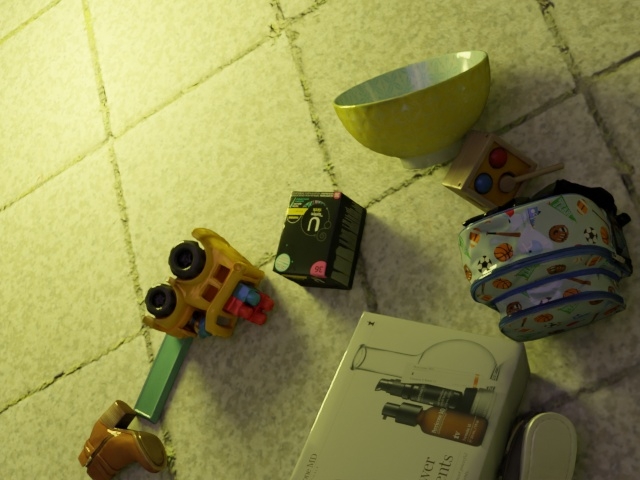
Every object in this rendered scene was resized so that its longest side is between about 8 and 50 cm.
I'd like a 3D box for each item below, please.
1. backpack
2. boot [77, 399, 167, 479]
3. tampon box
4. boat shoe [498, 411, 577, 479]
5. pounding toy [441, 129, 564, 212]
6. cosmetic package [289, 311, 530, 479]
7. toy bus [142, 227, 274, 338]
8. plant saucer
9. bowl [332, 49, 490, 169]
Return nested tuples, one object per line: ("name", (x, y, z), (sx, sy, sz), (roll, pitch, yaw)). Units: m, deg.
("backpack", (0.339, 0.035, 1.651), (0.276, 0.263, 0.213), (-26, 59, 21))
("boot", (-0.392, 0.430, 2.100), (0.152, 0.073, 0.197), (-54, 49, 9))
("tampon box", (0.000, 0.000, 1.988), (0.120, 0.101, 0.161), (2, 73, 34))
("boat shoe", (0.316, 0.411, 1.625), (0.109, 0.091, 0.305), (15, 83, -6))
("pounding toy", (0.312, -0.112, 1.820), (0.130, 0.141, 0.100), (-61, 24, -1))
("cosmetic package", (0.138, 0.309, 1.673), (0.284, 0.097, 0.377), (8, 54, 26))
("toy bus", (-0.204, 0.117, 2.067), (0.211, 0.149, 0.220), (33, 93, 22))
("plant saucer", (-0.319, 0.268, 2.144), (0.067, 0.018, 0.192), (18, 83, 37))
("bowl", (0.180, -0.220, 1.906), (0.289, 0.289, 0.156), (-10, 109, 30))
